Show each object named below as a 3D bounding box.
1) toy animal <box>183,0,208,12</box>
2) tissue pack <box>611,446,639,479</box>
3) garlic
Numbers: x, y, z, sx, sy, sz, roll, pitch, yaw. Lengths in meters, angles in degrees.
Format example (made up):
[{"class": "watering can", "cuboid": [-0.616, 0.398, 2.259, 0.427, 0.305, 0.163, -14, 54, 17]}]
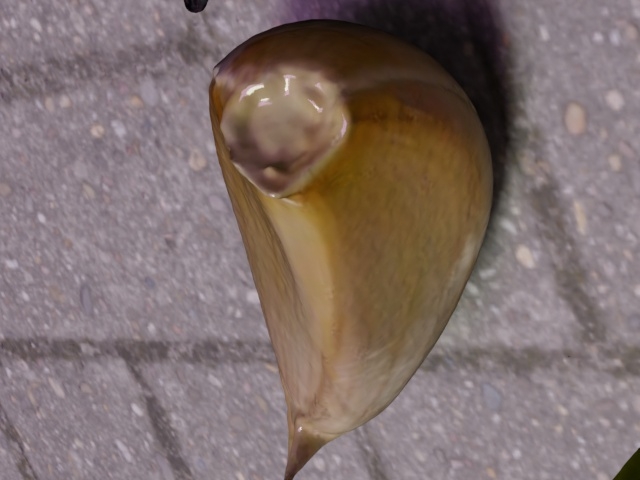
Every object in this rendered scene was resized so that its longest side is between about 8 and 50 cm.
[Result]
[{"class": "toy animal", "cuboid": [0.001, -0.169, 0.826, 0.117, 0.121, 0.210, 13, 166, -19]}, {"class": "tissue pack", "cuboid": [0.264, 0.200, 0.746, 0.275, 0.167, 0.200, 10, 126, 39]}, {"class": "garlic", "cuboid": [0.005, -0.005, 0.857, 0.145, 0.164, 0.245, 12, 133, 18]}]
